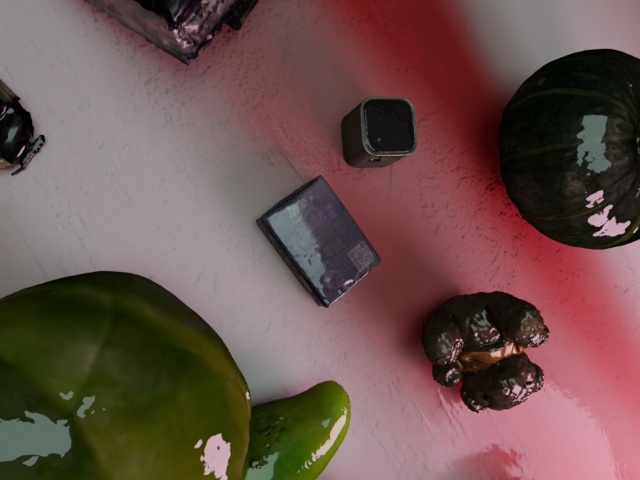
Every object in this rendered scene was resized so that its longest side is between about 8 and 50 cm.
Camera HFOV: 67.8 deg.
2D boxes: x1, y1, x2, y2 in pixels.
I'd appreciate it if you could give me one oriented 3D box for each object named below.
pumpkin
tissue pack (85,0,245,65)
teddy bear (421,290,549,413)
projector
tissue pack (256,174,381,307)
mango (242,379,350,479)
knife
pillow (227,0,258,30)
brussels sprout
[{"bbox_3d":[0.405,-0.132,0.731,0.300,0.207,0.300,4,82,-31],"label":"pumpkin"},{"bbox_3d":[-0.160,-0.407,0.582,0.245,0.123,0.332,33,78,12],"label":"tissue pack"},{"bbox_3d":[0.248,0.167,0.708,0.177,0.140,0.190,-22,103,9],"label":"teddy bear"},{"bbox_3d":[0.083,-0.154,0.689,0.083,0.082,0.083,-4,88,-17],"label":"projector"},{"bbox_3d":[0.000,0.000,0.672,0.112,0.051,0.156,-38,98,-19],"label":"tissue pack"},{"bbox_3d":[-0.059,0.265,0.606,0.233,0.111,0.125,-42,104,-17],"label":"mango"},{"bbox_3d":[-0.471,-0.229,0.540,0.089,0.043,0.365,-45,99,-16],"label":"knife"},{"bbox_3d":[-0.114,-0.361,0.658,0.090,0.048,0.150,35,74,-18],"label":"pillow"},{"bbox_3d":[-0.264,0.203,0.469,0.371,0.276,0.315,-48,114,-7],"label":"brussels sprout"}]
